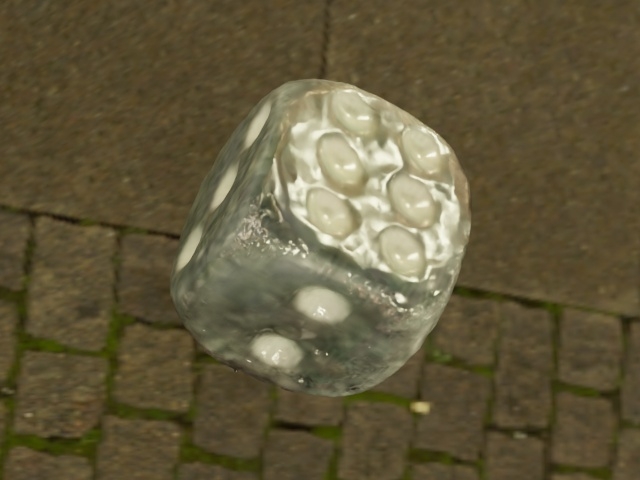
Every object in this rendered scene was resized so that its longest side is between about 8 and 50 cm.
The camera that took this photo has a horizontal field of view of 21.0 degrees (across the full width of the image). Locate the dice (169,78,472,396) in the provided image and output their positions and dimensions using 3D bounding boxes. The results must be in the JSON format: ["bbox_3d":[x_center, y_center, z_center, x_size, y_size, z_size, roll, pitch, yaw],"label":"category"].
[{"bbox_3d":[0.000,0.000,1.329,0.181,0.183,0.182,26,51,-16],"label":"dice"}]
